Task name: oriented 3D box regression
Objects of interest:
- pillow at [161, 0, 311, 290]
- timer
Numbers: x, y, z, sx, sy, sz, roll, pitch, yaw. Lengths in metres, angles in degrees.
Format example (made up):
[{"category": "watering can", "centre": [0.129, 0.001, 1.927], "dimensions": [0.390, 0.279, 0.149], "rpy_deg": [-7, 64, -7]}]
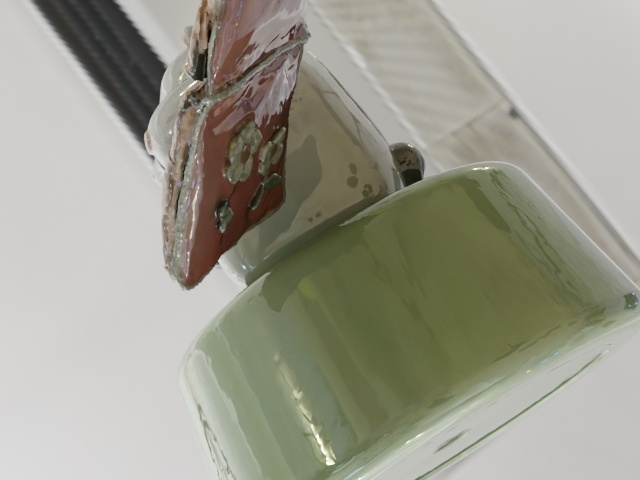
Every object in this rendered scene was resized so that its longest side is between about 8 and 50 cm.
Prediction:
[{"category": "pillow", "centre": [-0.035, -0.092, 0.679], "dimensions": [0.043, 0.232, 0.126], "rpy_deg": [21, -147, 11]}, {"category": "timer", "centre": [0.000, 0.000, 0.850], "dimensions": [0.291, 0.291, 0.315], "rpy_deg": [-23, -108, -34]}]
